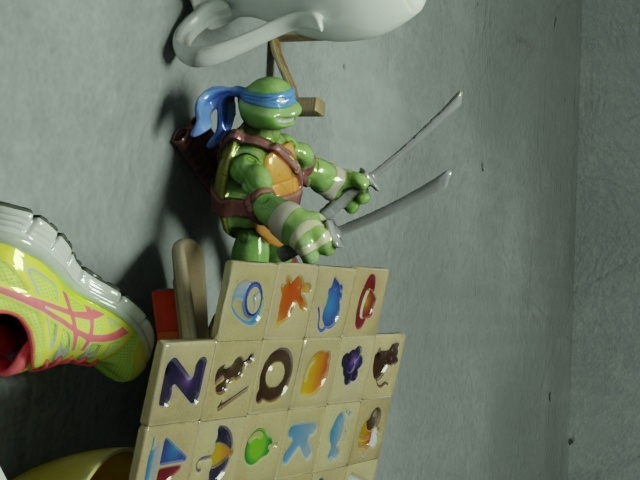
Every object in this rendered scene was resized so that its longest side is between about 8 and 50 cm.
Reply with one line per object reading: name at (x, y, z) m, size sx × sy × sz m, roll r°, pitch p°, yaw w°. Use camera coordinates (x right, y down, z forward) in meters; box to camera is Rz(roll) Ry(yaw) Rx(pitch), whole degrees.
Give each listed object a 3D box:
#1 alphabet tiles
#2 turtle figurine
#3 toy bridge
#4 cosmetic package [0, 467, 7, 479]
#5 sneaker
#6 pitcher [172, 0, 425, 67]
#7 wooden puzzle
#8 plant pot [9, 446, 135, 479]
alphabet tiles at (-0.033, 0.157, 0.919) m, size 0.342 × 0.011 × 0.285 m, roll 5°, pitch 97°, yaw -59°
turtle figurine at (0.000, 0.000, 1.068) m, size 0.198 × 0.275 × 0.266 m, roll -116°, pitch -144°, yaw -57°
toy bridge at (-0.020, -0.215, 1.229) m, size 0.026 × 0.063 × 0.188 m, roll 24°, pitch 71°, yaw -66°
cosmetic package at (-0.262, 0.280, 0.324) m, size 0.393 × 0.327 × 0.329 m, roll -64°, pitch 147°, yaw -44°
sneaker at (-0.192, 0.058, 0.824) m, size 0.208 × 0.081 × 0.094 m, roll 51°, pitch 53°, yaw -49°
pitcher at (-0.020, -0.219, 1.046) m, size 0.125 × 0.207 × 0.177 m, roll 63°, pitch 37°, yaw -48°
wooden puzzle at (-0.111, 0.141, 0.953) m, size 0.238 × 0.044 × 0.221 m, roll -101°, pitch -171°, yaw -66°
plant pot at (-0.179, 0.207, 0.821) m, size 0.134 × 0.095 × 0.134 m, roll 1°, pitch 90°, yaw -68°
